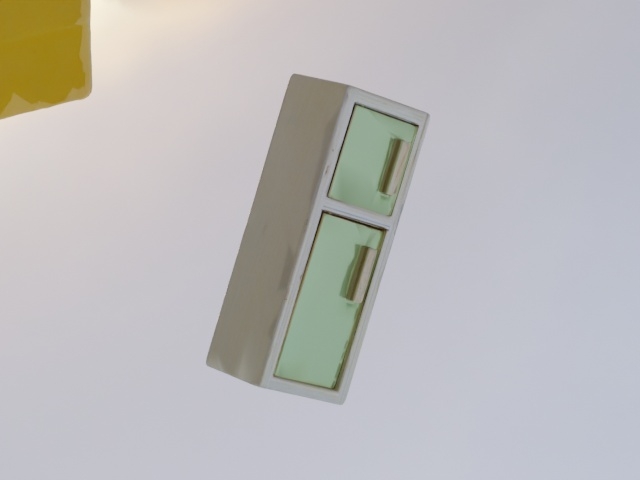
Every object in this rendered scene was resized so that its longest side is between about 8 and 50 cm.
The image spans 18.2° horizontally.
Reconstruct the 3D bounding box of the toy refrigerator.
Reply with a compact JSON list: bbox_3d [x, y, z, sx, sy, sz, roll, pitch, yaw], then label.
[{"bbox_3d":[0.000,0.000,1.748,0.094,0.102,0.270,16,-90,51],"label":"toy refrigerator"}]

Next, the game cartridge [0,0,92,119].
[{"bbox_3d":[-0.260,-0.196,1.071,0.285,0.324,0.052,-16,-145,-29],"label":"game cartridge"}]
